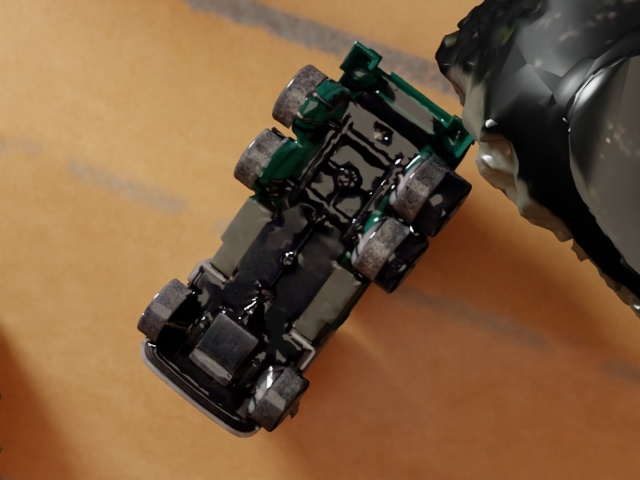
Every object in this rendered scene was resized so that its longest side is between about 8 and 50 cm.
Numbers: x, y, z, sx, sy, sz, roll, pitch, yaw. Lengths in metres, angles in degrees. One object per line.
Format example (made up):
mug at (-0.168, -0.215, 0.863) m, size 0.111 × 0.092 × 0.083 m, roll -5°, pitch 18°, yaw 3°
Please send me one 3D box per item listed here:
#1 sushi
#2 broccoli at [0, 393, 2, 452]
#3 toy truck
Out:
sushi at (0.249, -0.079, 0.955) m, size 0.328 × 0.328 × 0.285 m, roll 45°, pitch 105°, yaw 9°
broccoli at (-0.273, 0.070, 1.122) m, size 0.176 × 0.226 × 0.198 m, roll 18°, pitch 139°, yaw -25°
toy truck at (0.000, 0.000, 1.102) m, size 0.110 × 0.116 × 0.216 m, roll 37°, pitch 104°, yaw 8°
